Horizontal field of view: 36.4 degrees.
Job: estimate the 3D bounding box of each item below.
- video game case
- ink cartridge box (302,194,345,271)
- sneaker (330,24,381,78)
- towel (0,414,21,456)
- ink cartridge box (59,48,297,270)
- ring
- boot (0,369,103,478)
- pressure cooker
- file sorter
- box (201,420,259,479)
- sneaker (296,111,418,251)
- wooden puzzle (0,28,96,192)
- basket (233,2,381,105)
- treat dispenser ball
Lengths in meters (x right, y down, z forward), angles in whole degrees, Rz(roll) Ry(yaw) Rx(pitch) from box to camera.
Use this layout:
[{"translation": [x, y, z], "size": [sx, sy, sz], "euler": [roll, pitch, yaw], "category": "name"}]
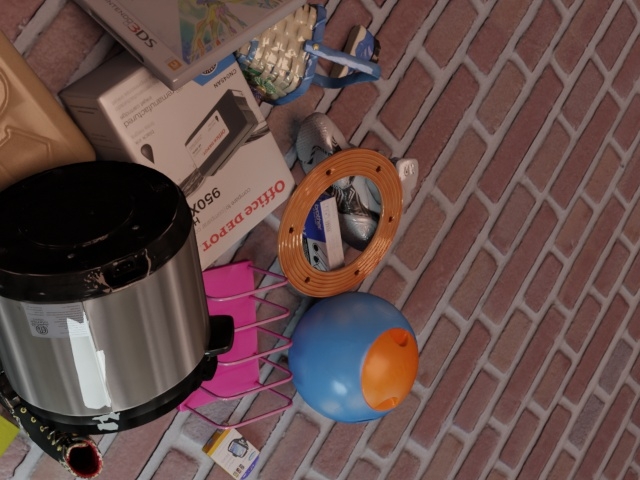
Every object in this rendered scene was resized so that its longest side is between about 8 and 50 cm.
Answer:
[{"translation": [-0.240, -0.449, 1.752], "size": [0.329, 0.300, 0.036], "euler": [-40, 163, -26], "category": "video game case"}, {"translation": [0.000, 0.000, 2.144], "size": [0.046, 0.097, 0.207], "euler": [-22, 113, -34], "category": "ink cartridge box"}, {"translation": [0.083, -0.390, 2.145], "size": [0.085, 0.058, 0.152], "euler": [32, 73, -30], "category": "sneaker"}, {"translation": [-0.637, 0.424, 1.751], "size": [0.237, 0.021, 0.102], "euler": [-58, 158, -20], "category": "towel"}, {"translation": [-0.255, -0.182, 1.851], "size": [0.285, 0.166, 0.394], "euler": [-42, 123, -25], "category": "ink cartridge box"}, {"translation": [0.041, -0.038, 2.046], "size": [0.337, 0.032, 0.336], "euler": [-22, 127, -32], "category": "ring"}, {"translation": [-0.495, 0.325, 1.769], "size": [0.085, 0.179, 0.236], "euler": [-42, 124, -24], "category": "boot"}, {"translation": [-0.377, 0.121, 1.649], "size": [0.376, 0.370, 0.420], "euler": [-35, 134, -35], "category": "pressure cooker"}, {"translation": [-0.174, 0.214, 1.998], "size": [0.202, 0.182, 0.290], "euler": [-14, 108, -36], "category": "file sorter"}, {"translation": [-0.193, 0.469, 2.144], "size": [0.081, 0.028, 0.136], "euler": [-51, 129, -18], "category": "box"}, {"translation": [0.089, -0.166, 2.157], "size": [0.210, 0.137, 0.365], "euler": [-43, 128, -24], "category": "sneaker"}, {"translation": [-0.596, -0.155, 1.650], "size": [0.348, 0.081, 0.322], "euler": [-50, 126, -24], "category": "wooden puzzle"}, {"translation": [-0.051, -0.363, 1.928], "size": [0.289, 0.255, 0.201], "euler": [11, 87, -22], "category": "basket"}, {"translation": [0.072, 0.256, 2.137], "size": [0.288, 0.288, 0.288], "euler": [-10, 106, -37], "category": "treat dispenser ball"}]
